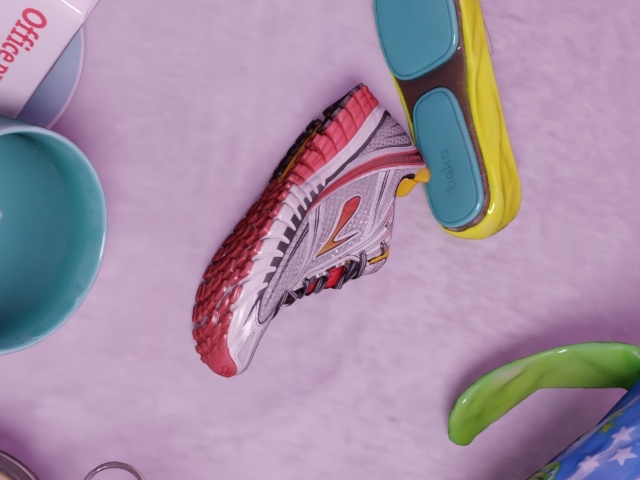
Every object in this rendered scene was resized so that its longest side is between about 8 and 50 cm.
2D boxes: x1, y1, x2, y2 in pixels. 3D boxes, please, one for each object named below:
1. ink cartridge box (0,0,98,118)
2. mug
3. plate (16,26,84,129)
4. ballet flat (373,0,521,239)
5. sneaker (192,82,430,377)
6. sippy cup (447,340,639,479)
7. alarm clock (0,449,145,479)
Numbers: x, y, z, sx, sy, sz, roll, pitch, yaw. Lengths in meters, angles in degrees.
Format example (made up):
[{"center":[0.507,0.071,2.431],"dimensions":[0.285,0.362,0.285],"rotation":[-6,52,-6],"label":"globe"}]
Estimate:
[{"center":[-0.230,-0.186,0.870],"dimensions":[0.237,0.172,0.100],"rotation":[32,62,-13],"label":"ink cartridge box"},{"center":[-0.209,-0.003,0.874],"dimensions":[0.158,0.097,0.129],"rotation":[-34,125,-35],"label":"mug"},{"center":[-0.238,-0.129,0.961],"dimensions":[0.188,0.024,0.188],"rotation":[9,68,-23],"label":"plate"},{"center":[0.093,-0.112,1.098],"dimensions":[0.077,0.077,0.231],"rotation":[0,75,-48],"label":"ballet flat"},{"center":[0.000,0.000,0.997],"dimensions":[0.093,0.088,0.225],"rotation":[41,60,-10],"label":"sneaker"},{"center":[0.192,0.213,0.938],"dimensions":[0.224,0.305,0.240],"rotation":[-28,109,-10],"label":"sippy cup"},{"center":[-0.182,0.169,0.837],"dimensions":[0.192,0.064,0.129],"rotation":[-22,58,-10],"label":"alarm clock"}]
